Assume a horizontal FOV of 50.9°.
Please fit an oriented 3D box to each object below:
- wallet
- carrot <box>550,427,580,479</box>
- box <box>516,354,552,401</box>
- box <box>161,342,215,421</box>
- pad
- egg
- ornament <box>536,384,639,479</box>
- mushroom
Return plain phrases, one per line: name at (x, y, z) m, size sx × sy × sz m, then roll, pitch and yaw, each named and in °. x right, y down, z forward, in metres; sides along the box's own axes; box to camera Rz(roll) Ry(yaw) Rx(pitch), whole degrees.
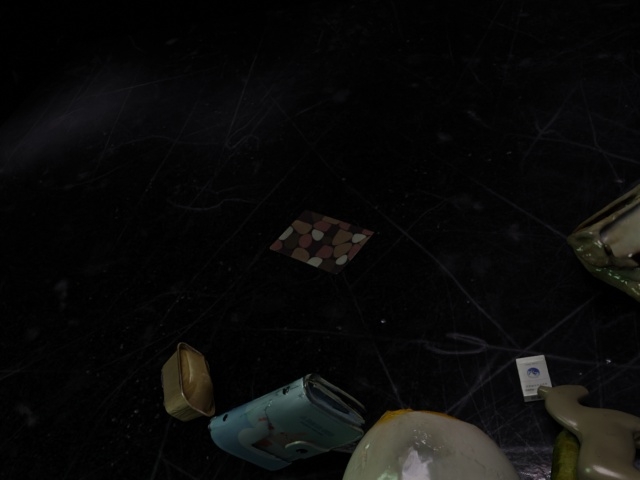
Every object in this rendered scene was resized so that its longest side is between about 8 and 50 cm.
wallet at (-0.057, 0.331, 1.217) m, size 0.250 × 0.176 × 0.075 m, roll -31°, pitch 36°, yaw 32°
carrot at (0.387, 0.445, 1.034) m, size 0.074 × 0.074 × 0.358 m, roll -3°, pitch 43°, yaw 21°
box at (0.400, 0.257, 1.258) m, size 0.054 × 0.024 × 0.083 m, roll -13°, pitch 43°, yaw 14°
box at (-0.280, 0.304, 1.447) m, size 0.111 × 0.111 × 0.177 m, roll -22°, pitch 42°, yaw 0°
pad at (0.000, 0.000, 1.715) m, size 0.235 × 0.003 × 0.158 m, roll 20°, pitch 57°, yaw 37°
egg at (0.164, 0.405, 1.078) m, size 0.337 × 0.201 × 0.337 m, roll -14°, pitch 42°, yaw 13°
ornament at (0.466, 0.322, 1.089) m, size 0.245 × 0.061 × 0.230 m, roll 14°, pitch 30°, yaw 19°
mushroom at (0.640, 0.018, 1.340) m, size 0.292 × 0.212 × 0.217 m, roll -31°, pitch 85°, yaw -26°
